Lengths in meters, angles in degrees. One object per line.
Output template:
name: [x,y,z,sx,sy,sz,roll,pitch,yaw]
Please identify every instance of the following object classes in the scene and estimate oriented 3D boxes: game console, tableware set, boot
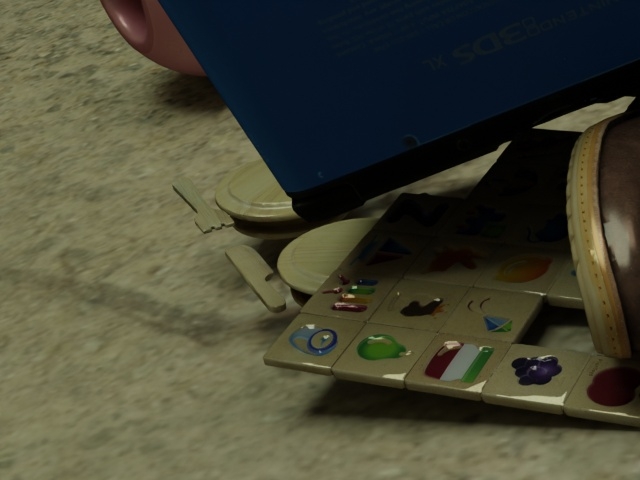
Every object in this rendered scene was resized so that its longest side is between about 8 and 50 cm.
game console: [0.103,-0.136,0.808,0.293,0.250,0.173,-21,31,21]
tableware set: [0.000,0.000,0.944,0.128,0.039,0.194,-16,28,-15]
boot: [0.229,-0.033,0.741,0.207,0.090,0.248,-6,25,25]

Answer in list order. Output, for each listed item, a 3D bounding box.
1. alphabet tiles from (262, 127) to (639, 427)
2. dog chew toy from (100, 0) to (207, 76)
alphabet tiles: [0.112,0.006,0.832,0.198,0.009,0.237,6,36,30]
dog chew toy: [-0.021,-0.268,1.301,0.332,0.206,0.206,-30,26,-19]
